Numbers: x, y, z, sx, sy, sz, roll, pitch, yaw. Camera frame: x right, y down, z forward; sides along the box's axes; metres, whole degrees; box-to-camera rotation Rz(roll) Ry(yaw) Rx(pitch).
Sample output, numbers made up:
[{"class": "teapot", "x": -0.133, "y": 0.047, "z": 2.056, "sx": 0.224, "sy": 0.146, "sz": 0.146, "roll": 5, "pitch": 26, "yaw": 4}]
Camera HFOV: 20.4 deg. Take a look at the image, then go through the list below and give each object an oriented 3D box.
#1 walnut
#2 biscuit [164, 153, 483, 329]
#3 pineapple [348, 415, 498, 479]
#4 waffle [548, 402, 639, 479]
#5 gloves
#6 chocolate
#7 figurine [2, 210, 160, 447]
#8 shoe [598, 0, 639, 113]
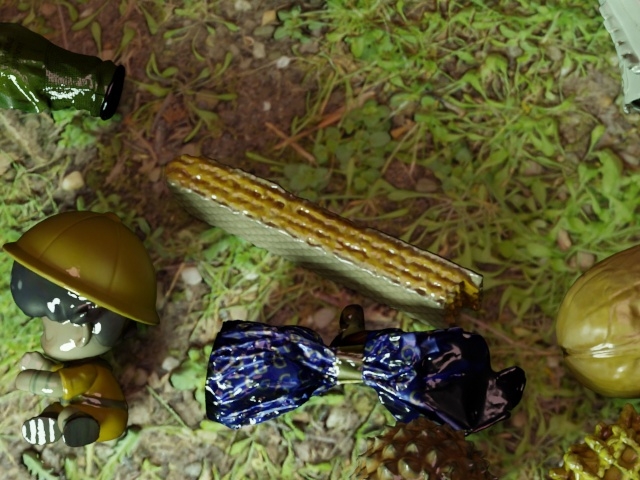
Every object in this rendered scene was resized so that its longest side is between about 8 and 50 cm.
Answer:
[{"class": "walnut", "x": 0.348, "y": 0.083, "z": 1.867, "sx": 0.207, "sy": 0.159, "sz": 0.159, "roll": -16, "pitch": 71, "yaw": -3}, {"class": "biscuit", "x": 0.000, "y": 0.000, "z": 1.978, "sx": 0.379, "sy": 0.094, "sz": 0.054, "roll": 24, "pitch": 72, "yaw": 14}, {"class": "pineapple", "x": 0.106, "y": 0.265, "z": 1.791, "sx": 0.166, "sy": 0.193, "sz": 0.166, "roll": 0, "pitch": 97, "yaw": 0}, {"class": "waffle", "x": 0.326, "y": 0.275, "z": 1.817, "sx": 0.193, "sy": 0.070, "sz": 0.197, "roll": -26, "pitch": 100, "yaw": -7}, {"class": "gloves", "x": -0.362, "y": -0.200, "z": 2.096, "sx": 0.268, "sy": 0.107, "sz": 0.135, "roll": 5, "pitch": 43, "yaw": 13}, {"class": "chocolate", "x": 0.049, "y": 0.136, "z": 1.912, "sx": 0.343, "sy": 0.126, "sz": 0.148, "roll": 0, "pitch": 60, "yaw": 8}, {"class": "figurine", "x": -0.259, "y": 0.095, "z": 1.955, "sx": 0.167, "sy": 0.192, "sz": 0.256, "roll": -5, "pitch": 96, "yaw": -20}, {"class": "shoe", "x": 0.365, "y": -0.220, "z": 1.979, "sx": 0.316, "sy": 0.124, "sz": 0.159, "roll": 34, "pitch": 87, "yaw": 17}]
